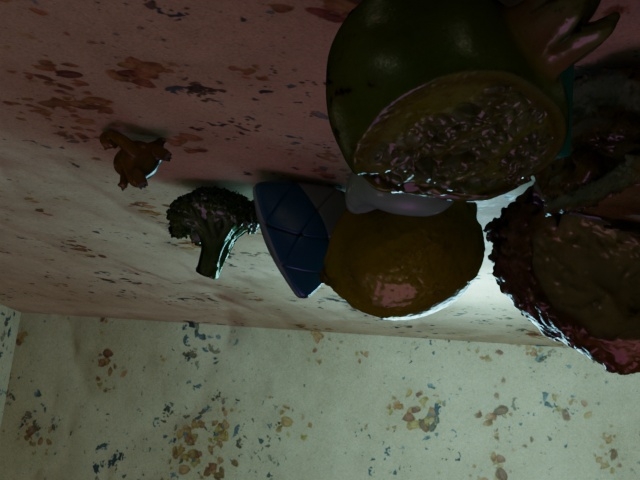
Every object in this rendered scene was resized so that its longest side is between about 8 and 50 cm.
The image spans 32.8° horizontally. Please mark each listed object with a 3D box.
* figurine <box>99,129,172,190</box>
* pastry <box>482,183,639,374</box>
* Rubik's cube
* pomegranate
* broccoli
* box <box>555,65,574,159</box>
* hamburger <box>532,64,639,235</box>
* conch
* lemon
[{"bbox_3d":[-0.354,-0.155,1.991,0.122,0.121,0.176,40,167,-13],"label":"figurine"},{"bbox_3d":[0.488,0.053,1.921,0.405,0.292,0.337,34,-177,9],"label":"pastry"},{"bbox_3d":[0.000,0.000,2.163,0.254,0.255,0.254,6,166,2],"label":"Rubik's cube"},{"bbox_3d":[0.170,-0.211,1.284,0.358,0.216,0.309,-38,139,27],"label":"pomegranate"},{"bbox_3d":[-0.217,-0.015,2.250,0.219,0.194,0.194,15,164,-16],"label":"broccoli"},{"bbox_3d":[0.243,-0.170,1.463,0.042,0.161,0.226,16,163,-33],"label":"box"},{"bbox_3d":[0.457,-0.113,1.534,0.276,0.195,0.318,9,169,-23],"label":"hamburger"},{"bbox_3d":[0.138,-0.103,1.869,0.221,0.121,0.185,4,-177,39],"label":"conch"},{"bbox_3d":[0.154,0.021,2.022,0.321,0.268,0.268,-29,155,14],"label":"lemon"}]
